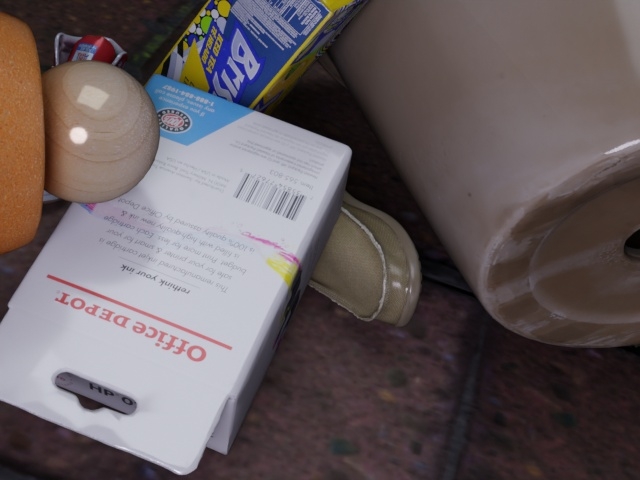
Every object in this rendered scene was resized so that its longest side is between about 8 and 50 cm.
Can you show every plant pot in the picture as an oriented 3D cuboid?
[{"bbox_3d":[0.147,-0.106,0.682,0.323,0.323,0.280,5,52,-18],"label":"plant pot"}]

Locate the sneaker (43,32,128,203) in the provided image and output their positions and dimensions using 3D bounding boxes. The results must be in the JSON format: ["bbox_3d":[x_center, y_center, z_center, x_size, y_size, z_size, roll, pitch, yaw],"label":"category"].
[{"bbox_3d":[-0.139,-0.072,0.677,0.042,0.067,0.118,17,34,0],"label":"sneaker"}]

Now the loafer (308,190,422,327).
[{"bbox_3d":[0.000,0.000,0.653,0.050,0.056,0.148,-7,31,-31],"label":"loafer"}]

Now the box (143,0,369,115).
[{"bbox_3d":[-0.046,-0.090,0.650,0.054,0.169,0.059,48,38,1],"label":"box"}]

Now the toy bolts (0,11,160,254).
[{"bbox_3d":[-0.169,-0.107,0.544,0.159,0.228,0.218,-4,2,-23],"label":"toy bolts"}]

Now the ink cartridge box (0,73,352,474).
[{"bbox_3d":[-0.067,0.022,0.552,0.104,0.061,0.181,21,56,7],"label":"ink cartridge box"}]
